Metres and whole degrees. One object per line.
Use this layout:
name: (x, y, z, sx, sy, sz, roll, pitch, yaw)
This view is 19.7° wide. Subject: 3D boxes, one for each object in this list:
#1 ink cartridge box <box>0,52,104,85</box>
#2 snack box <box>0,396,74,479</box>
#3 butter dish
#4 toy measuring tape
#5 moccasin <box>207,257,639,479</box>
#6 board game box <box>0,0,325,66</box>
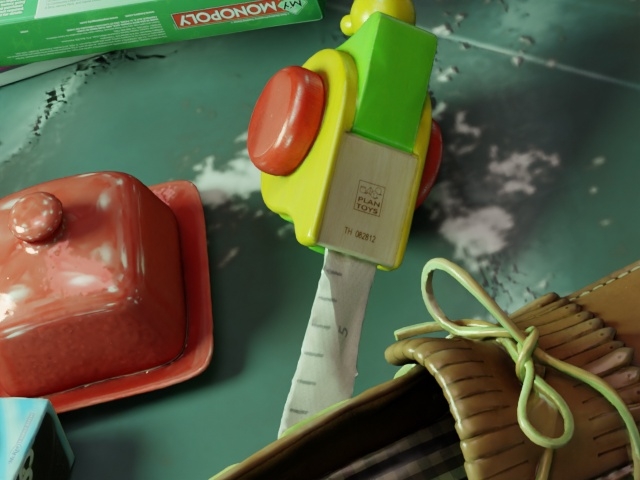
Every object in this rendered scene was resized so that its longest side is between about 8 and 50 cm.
ink cartridge box: (-0.265, -0.188, 1.361, 0.371, 0.069, 0.176, -18, 52, 9)
snack box: (-0.279, 0.222, 1.028, 0.187, 0.060, 0.322, -1, 43, 18)
butter dish: (-0.157, 0.015, 1.138, 0.160, 0.118, 0.160, -14, 53, 8)
toy measuring tape: (0.000, 0.000, 1.122, 0.121, 0.121, 0.330, 8, 76, 23)
moccasin: (0.079, 0.101, 0.976, 0.380, 0.147, 0.139, -25, 51, 0)
board game box: (-0.148, -0.224, 1.276, 0.317, 0.046, 0.213, -6, 53, 15)
